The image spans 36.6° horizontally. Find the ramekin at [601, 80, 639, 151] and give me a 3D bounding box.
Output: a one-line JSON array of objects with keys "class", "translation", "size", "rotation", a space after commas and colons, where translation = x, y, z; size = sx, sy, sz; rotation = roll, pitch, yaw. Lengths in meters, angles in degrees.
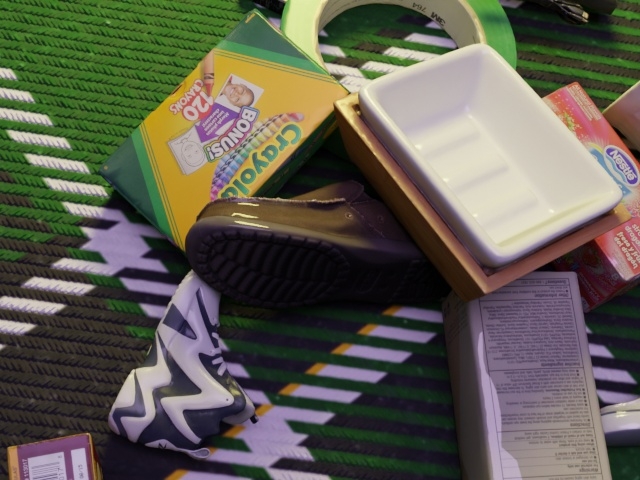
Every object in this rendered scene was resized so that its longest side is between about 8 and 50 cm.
[{"class": "ramekin", "translation": [0.520, -0.198, 1.257], "size": [0.277, 0.277, 0.135], "rotation": [-35, 84, -19]}]

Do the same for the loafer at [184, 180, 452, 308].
[{"class": "loafer", "translation": [0.006, -0.001, 1.160], "size": [0.366, 0.134, 0.130], "rotation": [7, 47, -30]}]

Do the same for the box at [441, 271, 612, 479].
[{"class": "box", "translation": [0.238, 0.201, 1.129], "size": [0.148, 0.121, 0.311], "rotation": [1, 68, -8]}]

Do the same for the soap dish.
[{"class": "soap dish", "translation": [0.180, -0.079, 1.124], "size": [0.229, 0.118, 0.291], "rotation": [-24, 65, -27]}]

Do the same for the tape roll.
[{"class": "tape roll", "translation": [0.101, -0.252, 1.319], "size": [0.321, 0.077, 0.321], "rotation": [3, 68, -8]}]

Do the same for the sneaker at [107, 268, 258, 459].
[{"class": "sneaker", "translation": [-0.125, 0.144, 1.119], "size": [0.153, 0.094, 0.235], "rotation": [28, 62, -3]}]

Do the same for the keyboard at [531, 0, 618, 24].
[{"class": "keyboard", "translation": [0.276, -0.380, 1.365], "size": [0.317, 0.033, 0.201], "rotation": [15, 40, -13]}]

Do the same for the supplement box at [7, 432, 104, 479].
[{"class": "supplement box", "translation": [-0.263, 0.271, 0.991], "size": [0.081, 0.188, 0.104], "rotation": [-8, 69, -12]}]

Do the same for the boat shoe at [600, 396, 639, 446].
[{"class": "boat shoe", "translation": [0.437, 0.196, 1.186], "size": [0.258, 0.095, 0.084], "rotation": [-3, 64, -21]}]

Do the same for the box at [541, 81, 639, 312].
[{"class": "box", "translation": [0.336, -0.054, 1.245], "size": [0.122, 0.128, 0.257], "rotation": [-27, 74, -17]}]

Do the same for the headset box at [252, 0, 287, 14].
[{"class": "headset box", "translation": [-0.070, -0.362, 1.362], "size": [0.083, 0.032, 0.062], "rotation": [26, 67, 1]}]

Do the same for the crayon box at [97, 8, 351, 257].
[{"class": "crayon box", "translation": [-0.113, -0.123, 1.190], "size": [0.165, 0.081, 0.278], "rotation": [42, 87, 10]}]
